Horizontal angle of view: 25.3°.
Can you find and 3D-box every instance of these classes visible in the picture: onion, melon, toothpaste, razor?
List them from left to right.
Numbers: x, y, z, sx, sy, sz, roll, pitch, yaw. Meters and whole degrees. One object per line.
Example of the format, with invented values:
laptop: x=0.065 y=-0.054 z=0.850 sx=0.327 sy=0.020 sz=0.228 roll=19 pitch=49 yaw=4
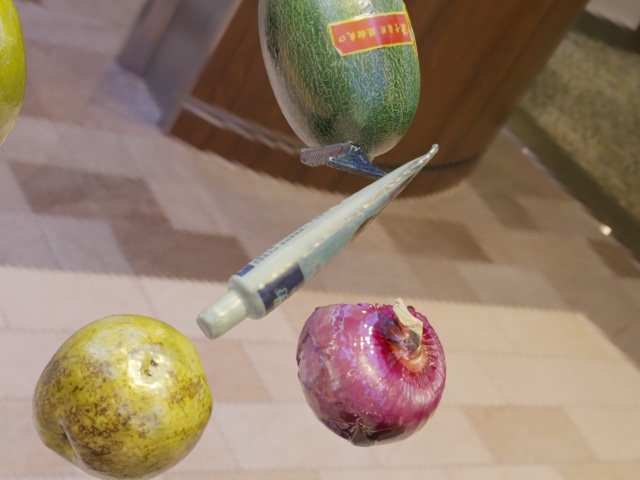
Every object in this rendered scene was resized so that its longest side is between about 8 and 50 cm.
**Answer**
toothpaste: x=0.000 y=0.000 z=1.009 sx=0.216 sy=0.062 sz=0.037 roll=-38 pitch=89 yaw=-22
razor: x=0.015 y=-0.091 z=1.535 sx=0.066 sy=0.033 sz=0.190 roll=15 pitch=1 yaw=-18
melon: x=0.024 y=-0.215 z=1.670 sx=0.182 sy=0.182 sz=0.287 roll=-25 pitch=102 yaw=-58
onion: x=0.069 y=0.181 z=1.869 sx=0.200 sy=0.200 sz=0.207 roll=46 pitch=4 yaw=24

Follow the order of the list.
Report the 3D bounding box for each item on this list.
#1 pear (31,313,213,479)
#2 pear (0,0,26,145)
pear: x=-0.230 y=0.181 z=1.615 sx=0.197 sy=0.197 sz=0.197 roll=25 pitch=29 yaw=-15
pear: x=-0.489 y=-0.231 z=1.786 sx=0.253 sy=0.307 sz=0.253 roll=-3 pitch=50 yaw=3
